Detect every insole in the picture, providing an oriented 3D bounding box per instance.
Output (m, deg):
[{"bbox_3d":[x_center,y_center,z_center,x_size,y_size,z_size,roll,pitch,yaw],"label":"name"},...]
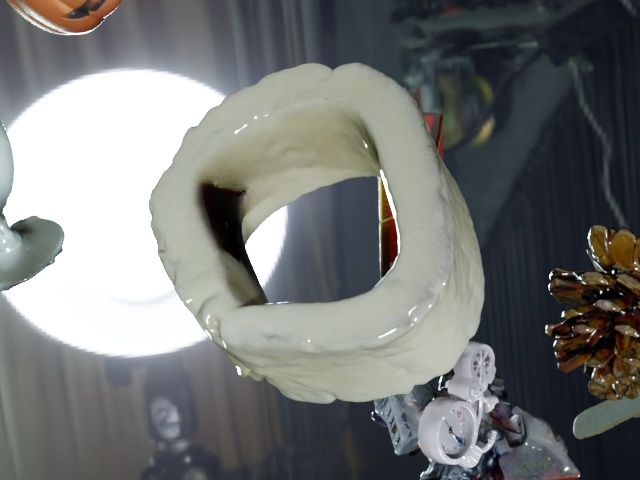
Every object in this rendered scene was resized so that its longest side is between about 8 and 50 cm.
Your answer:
[{"bbox_3d":[0.391,0.201,1.471,0.188,0.004,0.064,-32,-150,34],"label":"insole"}]

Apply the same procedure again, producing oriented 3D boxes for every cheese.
[{"bbox_3d":[-0.001,0.002,1.157,0.292,0.332,0.153,-27,143,6],"label":"cheese"}]

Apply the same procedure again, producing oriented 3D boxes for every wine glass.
[{"bbox_3d":[-0.304,-0.065,0.993,0.103,0.222,0.103,-14,-144,11],"label":"wine glass"}]

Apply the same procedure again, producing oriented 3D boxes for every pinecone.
[{"bbox_3d":[0.336,0.086,1.346,0.150,0.195,0.179,-9,146,25],"label":"pinecone"}]

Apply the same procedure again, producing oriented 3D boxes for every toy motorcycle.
[{"bbox_3d":[0.153,0.230,1.393,0.207,0.134,0.401,-16,-129,-26],"label":"toy motorcycle"}]

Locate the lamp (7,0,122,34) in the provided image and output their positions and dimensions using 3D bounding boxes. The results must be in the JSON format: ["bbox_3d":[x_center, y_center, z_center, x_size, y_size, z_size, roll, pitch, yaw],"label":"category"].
[{"bbox_3d":[-0.319,-0.355,1.472,0.164,0.188,0.187,32,164,-31],"label":"lamp"}]

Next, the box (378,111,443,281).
[{"bbox_3d":[0.113,-0.020,1.466,0.074,0.240,0.153,6,-146,12],"label":"box"}]

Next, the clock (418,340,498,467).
[{"bbox_3d":[0.147,0.168,1.206,0.041,0.129,0.087,5,154,47],"label":"clock"}]
